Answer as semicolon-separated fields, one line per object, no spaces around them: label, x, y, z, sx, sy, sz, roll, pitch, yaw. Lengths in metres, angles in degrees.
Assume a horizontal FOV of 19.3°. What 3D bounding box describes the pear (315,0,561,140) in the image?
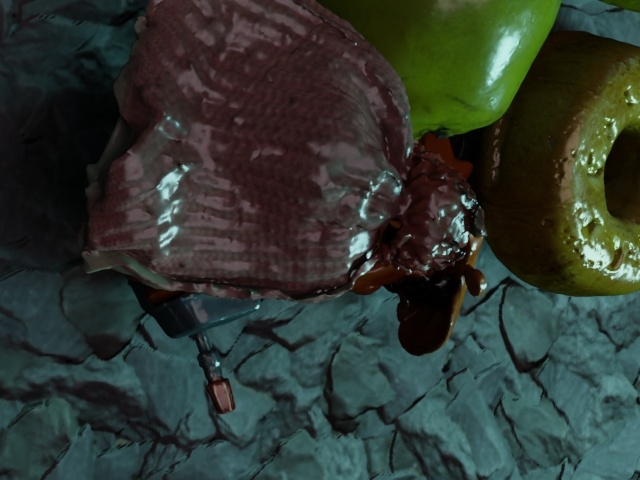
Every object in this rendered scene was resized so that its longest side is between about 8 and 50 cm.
pear;0.084;-0.209;1.424;0.212;0.212;0.269;2;90;-31

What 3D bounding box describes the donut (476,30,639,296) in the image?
donut;0.223;-0.061;1.563;0.226;0.114;0.226;-11;107;-43

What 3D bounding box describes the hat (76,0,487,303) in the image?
hat;-0.017;-0.054;1.326;0.286;0.107;0.236;19;89;-16

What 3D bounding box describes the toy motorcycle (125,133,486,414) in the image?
toy motorcycle;0.000;0.000;1.456;0.326;0.148;0.221;-17;84;-29

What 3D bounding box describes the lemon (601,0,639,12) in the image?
lemon;0.295;-0.306;1.486;0.253;0.310;0.253;20;63;-47
